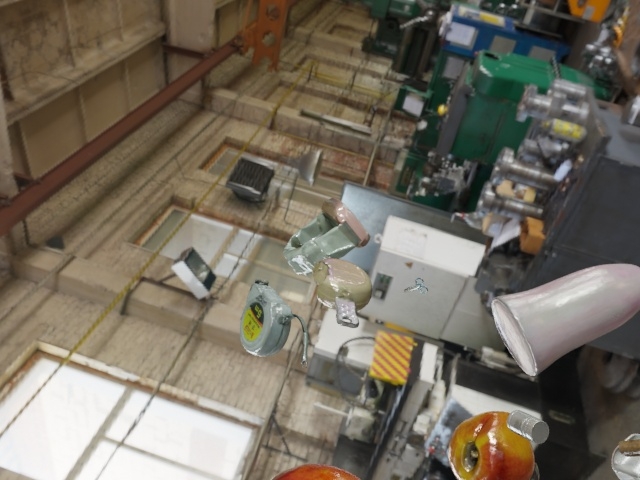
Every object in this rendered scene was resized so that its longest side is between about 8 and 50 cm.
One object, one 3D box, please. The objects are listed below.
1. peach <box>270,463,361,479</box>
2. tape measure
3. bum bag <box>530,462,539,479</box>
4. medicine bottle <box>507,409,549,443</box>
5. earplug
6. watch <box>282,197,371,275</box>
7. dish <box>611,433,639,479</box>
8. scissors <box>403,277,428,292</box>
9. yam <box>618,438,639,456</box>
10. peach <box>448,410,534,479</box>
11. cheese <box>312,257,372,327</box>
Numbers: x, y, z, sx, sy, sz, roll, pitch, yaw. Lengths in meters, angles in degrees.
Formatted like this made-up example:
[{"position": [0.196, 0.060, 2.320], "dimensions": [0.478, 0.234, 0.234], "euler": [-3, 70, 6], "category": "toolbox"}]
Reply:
[{"position": [0.005, 0.678, 1.362], "dimensions": [0.281, 0.338, 0.281], "euler": [19, -113, -54], "category": "peach"}, {"position": [-0.085, 0.218, 1.245], "dimensions": [0.330, 0.084, 0.164], "euler": [40, 115, 53], "category": "tape measure"}, {"position": [0.632, 0.861, 1.788], "dimensions": [0.144, 0.095, 0.340], "euler": [36, -111, -54], "category": "bum bag"}, {"position": [0.516, 0.464, 1.416], "dimensions": [0.091, 0.058, 0.058], "euler": [3, 75, 71], "category": "medicine bottle"}, {"position": [0.525, 0.137, 1.151], "dimensions": [0.172, 0.301, 0.172], "euler": [157, 90, -89], "category": "earplug"}, {"position": [0.000, 0.000, 1.738], "dimensions": [0.241, 0.162, 0.253], "euler": [-40, 16, -3], "category": "watch"}, {"position": [0.970, 0.687, 1.669], "dimensions": [0.154, 0.234, 0.064], "euler": [-36, -3, -7], "category": "dish"}, {"position": [0.321, 0.162, 1.946], "dimensions": [0.014, 0.058, 0.119], "euler": [-29, 2, -34], "category": "scissors"}, {"position": [0.874, 0.494, 1.373], "dimensions": [0.045, 0.045, 0.327], "euler": [-56, 8, -33], "category": "yam"}, {"position": [0.519, 0.638, 1.700], "dimensions": [0.281, 0.238, 0.281], "euler": [-13, -69, -35], "category": "peach"}, {"position": [0.057, 0.136, 1.436], "dimensions": [0.286, 0.163, 0.082], "euler": [-90, 16, -68], "category": "cheese"}]
